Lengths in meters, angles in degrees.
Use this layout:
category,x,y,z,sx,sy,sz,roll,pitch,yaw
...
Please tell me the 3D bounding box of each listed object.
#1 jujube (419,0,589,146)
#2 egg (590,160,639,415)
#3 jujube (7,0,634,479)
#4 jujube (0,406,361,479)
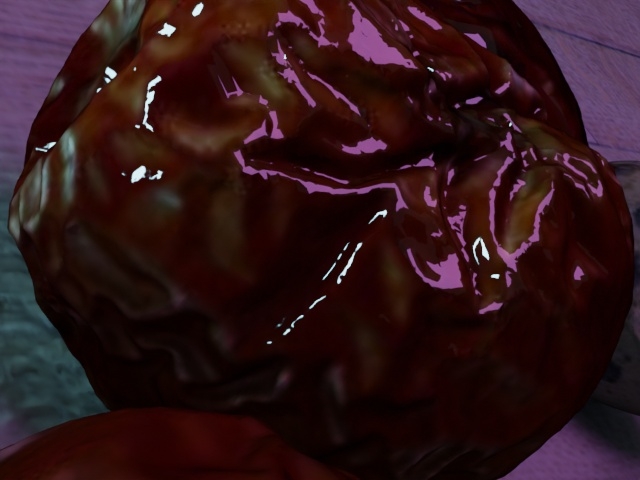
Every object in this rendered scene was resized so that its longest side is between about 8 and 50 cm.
category,x,y,z,sx,sy,sz,roll,pitch,yaw
jujube,0.075,-0.042,0.845,0.236,0.168,0.168,50,23,3
egg,0.198,0.036,0.943,0.181,0.141,0.141,44,23,1
jujube,0.000,0.000,0.609,0.232,0.213,0.213,31,27,-21
jujube,-0.014,0.157,0.358,0.174,0.174,0.250,14,35,-51
